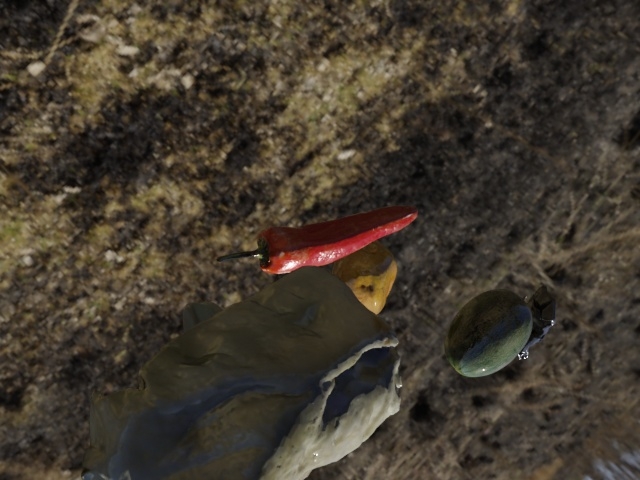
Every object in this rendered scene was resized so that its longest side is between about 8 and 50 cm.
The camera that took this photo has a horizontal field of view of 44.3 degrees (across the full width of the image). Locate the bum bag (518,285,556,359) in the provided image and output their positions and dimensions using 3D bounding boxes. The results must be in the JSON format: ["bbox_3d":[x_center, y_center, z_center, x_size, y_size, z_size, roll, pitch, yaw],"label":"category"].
[{"bbox_3d":[0.406,0.158,1.527,0.049,0.087,0.198,3,148,-9],"label":"bum bag"}]

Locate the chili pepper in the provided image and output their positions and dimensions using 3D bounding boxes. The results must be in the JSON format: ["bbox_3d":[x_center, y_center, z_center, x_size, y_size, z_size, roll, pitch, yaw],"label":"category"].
[{"bbox_3d":[0.000,0.000,1.005,0.272,0.063,0.071,-13,-172,-19],"label":"chili pepper"}]

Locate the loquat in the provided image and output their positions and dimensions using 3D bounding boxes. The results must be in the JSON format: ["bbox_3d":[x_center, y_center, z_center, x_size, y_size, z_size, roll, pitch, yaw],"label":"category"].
[{"bbox_3d":[0.075,0.066,1.356,0.113,0.137,0.137,0,151,0],"label":"loquat"}]

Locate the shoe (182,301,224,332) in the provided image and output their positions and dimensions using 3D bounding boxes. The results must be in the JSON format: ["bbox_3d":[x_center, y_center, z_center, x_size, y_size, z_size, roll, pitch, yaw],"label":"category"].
[{"bbox_3d":[-0.086,0.152,0.973,0.100,0.251,0.103,-24,134,-24],"label":"shoe"}]

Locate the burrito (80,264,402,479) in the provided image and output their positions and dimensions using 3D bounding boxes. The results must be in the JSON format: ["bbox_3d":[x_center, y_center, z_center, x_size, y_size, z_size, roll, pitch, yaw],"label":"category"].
[{"bbox_3d":[-0.057,0.164,0.746,0.332,0.135,0.190,-30,110,-47],"label":"burrito"}]

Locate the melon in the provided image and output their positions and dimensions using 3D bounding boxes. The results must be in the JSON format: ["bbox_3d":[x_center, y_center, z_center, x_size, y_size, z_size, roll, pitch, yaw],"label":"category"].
[{"bbox_3d":[0.270,0.144,1.248,0.167,0.114,0.114,-41,159,-7],"label":"melon"}]
